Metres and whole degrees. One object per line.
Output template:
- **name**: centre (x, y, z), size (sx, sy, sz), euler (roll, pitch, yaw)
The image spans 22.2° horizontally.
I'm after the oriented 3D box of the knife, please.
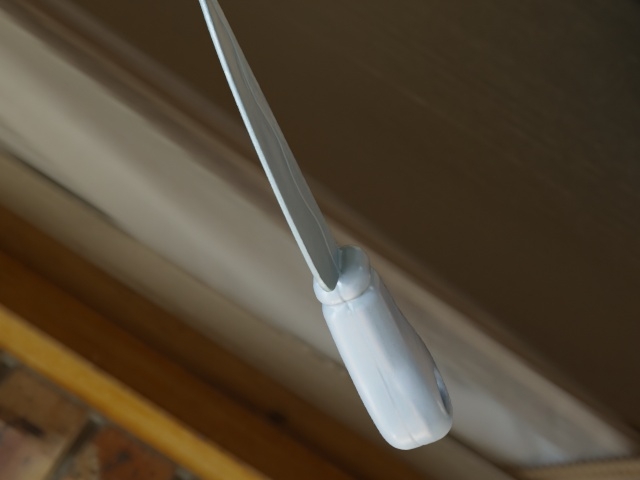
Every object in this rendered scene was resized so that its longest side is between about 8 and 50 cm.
- **knife**: centre (0.000, 0.002, 0.909), size (0.044, 0.331, 0.080), euler (-18, 37, 14)
